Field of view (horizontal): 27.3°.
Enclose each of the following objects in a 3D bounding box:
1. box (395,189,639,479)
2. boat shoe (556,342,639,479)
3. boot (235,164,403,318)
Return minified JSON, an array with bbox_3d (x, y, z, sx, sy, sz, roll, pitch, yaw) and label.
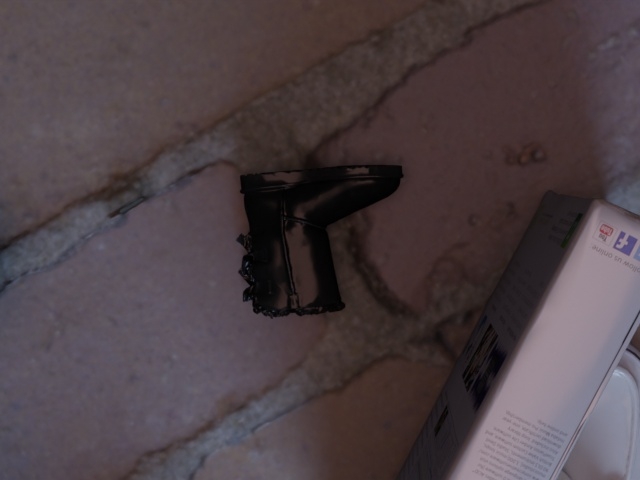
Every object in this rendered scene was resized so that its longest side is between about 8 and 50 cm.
[{"bbox_3d":[0.100,0.124,0.804,0.058,0.232,0.322,28,95,2],"label":"box"},{"bbox_3d":[0.169,0.191,0.877,0.095,0.084,0.258,12,94,2],"label":"boat shoe"},{"bbox_3d":[0.000,0.000,0.894,0.121,0.045,0.099,-5,91,10],"label":"boot"}]
